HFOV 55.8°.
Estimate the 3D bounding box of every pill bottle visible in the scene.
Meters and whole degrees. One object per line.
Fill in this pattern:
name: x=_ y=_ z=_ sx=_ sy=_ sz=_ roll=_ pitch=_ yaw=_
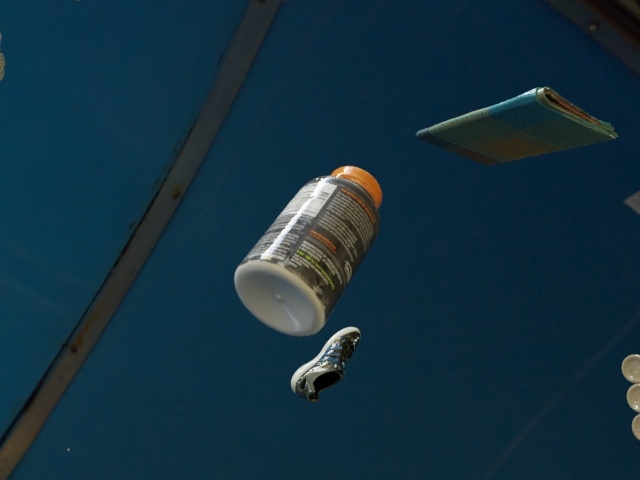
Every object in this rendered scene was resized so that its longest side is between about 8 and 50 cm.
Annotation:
pill bottle: x=0.000 y=0.000 z=0.816 sx=0.130 sy=0.130 sz=0.246 roll=40 pitch=-130 yaw=-5

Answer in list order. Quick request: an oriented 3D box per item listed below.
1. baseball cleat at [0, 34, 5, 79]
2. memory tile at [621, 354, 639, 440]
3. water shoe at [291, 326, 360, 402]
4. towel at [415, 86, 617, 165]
baseball cleat: x=-0.624 y=-0.337 z=1.107 sx=0.072 sy=0.206 sz=0.110 roll=-7 pitch=-65 yaw=-1
memory tile: x=0.440 y=0.186 z=0.726 sx=0.012 sy=0.148 sz=0.113 roll=11 pitch=-113 yaw=-33
water shoe: x=0.030 y=0.273 z=1.310 sx=0.203 sy=0.080 sz=0.073 roll=-40 pitch=-50 yaw=-24
towel: x=0.443 y=-0.253 z=1.409 sx=0.271 sy=0.370 sz=0.040 roll=15 pitch=-102 yaw=-32
